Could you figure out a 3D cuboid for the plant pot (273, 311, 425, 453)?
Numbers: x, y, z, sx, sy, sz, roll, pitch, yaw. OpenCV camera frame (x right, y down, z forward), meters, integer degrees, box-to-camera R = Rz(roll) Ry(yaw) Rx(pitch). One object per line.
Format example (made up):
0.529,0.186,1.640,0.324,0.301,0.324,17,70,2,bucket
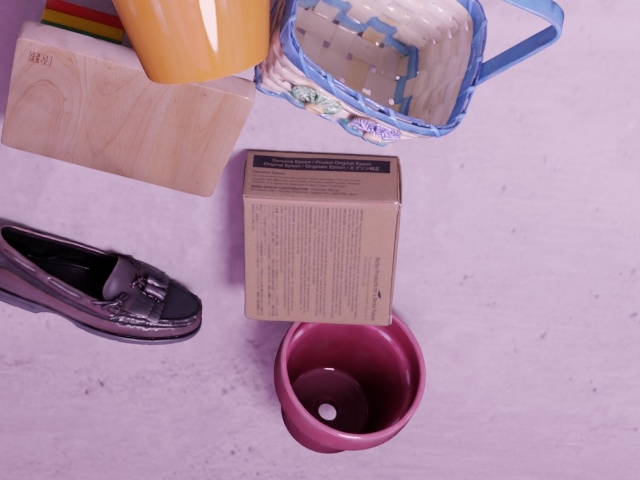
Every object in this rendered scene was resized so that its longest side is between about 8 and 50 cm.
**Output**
0.025,0.202,2.126,0.201,0.201,0.180,12,153,-8,plant pot

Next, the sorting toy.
-0.215,-0.168,1.764,0.255,0.089,0.257,14,154,-9,sorting toy

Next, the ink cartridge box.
0.000,0.000,1.969,0.193,0.088,0.235,2,137,0,ink cartridge box

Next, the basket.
0.079,-0.220,1.626,0.255,0.201,0.289,23,150,-18,basket

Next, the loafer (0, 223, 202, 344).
-0.295,0.056,2.046,0.302,0.109,0.095,15,132,-7,loafer

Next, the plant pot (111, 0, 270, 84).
-0.131,-0.263,1.563,0.205,0.205,0.188,-6,112,11,plant pot
